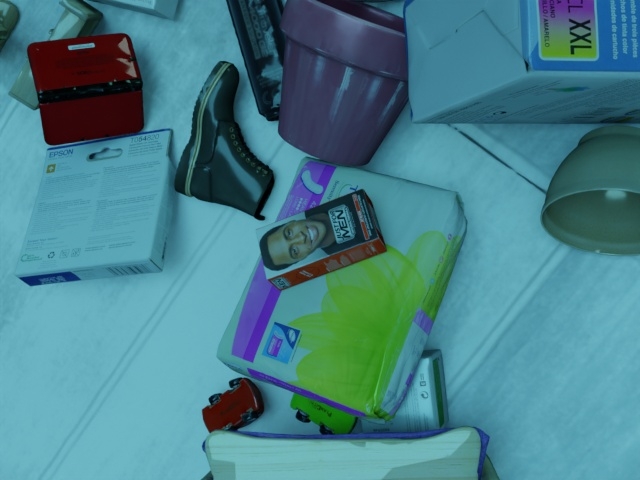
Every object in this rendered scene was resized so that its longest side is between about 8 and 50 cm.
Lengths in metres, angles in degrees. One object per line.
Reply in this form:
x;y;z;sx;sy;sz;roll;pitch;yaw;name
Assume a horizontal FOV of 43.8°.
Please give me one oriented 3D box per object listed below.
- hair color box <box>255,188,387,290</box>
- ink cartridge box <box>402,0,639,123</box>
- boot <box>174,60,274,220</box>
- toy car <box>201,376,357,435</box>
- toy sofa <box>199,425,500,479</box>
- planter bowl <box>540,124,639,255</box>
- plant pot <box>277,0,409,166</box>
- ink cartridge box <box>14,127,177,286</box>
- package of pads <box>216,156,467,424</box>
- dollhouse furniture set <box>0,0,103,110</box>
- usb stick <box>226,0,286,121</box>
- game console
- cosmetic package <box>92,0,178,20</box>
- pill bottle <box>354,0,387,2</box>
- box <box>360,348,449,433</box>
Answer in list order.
0.000;0.000;0.943;0.141;0.043;0.072;-22;62;11;hair color box
0.317;-0.209;0.821;0.395;0.270;0.151;-1;90;-16;ink cartridge box
-0.110;-0.137;1.111;0.137;0.077;0.198;22;110;11;boot
-0.036;0.195;1.071;0.225;0.053;0.239;26;98;32;toy car
0.036;0.309;0.987;0.362;0.150;0.177;-3;86;6;toy sofa
0.346;-0.065;0.931;0.162;0.162;0.109;6;66;17;planter bowl
0.032;-0.202;1.009;0.201;0.201;0.180;26;113;15;plant pot
-0.319;-0.048;1.164;0.223;0.045;0.224;-6;60;17;ink cartridge box
0.036;0.055;0.989;0.229;0.101;0.297;16;75;24;package of pads
-0.468;-0.327;1.149;0.242;0.212;0.161;32;102;-12;dollhouse furniture set
-0.084;-0.305;1.110;0.077;0.045;0.278;-17;85;9;usb stick
-0.332;-0.216;1.133;0.144;0.085;0.124;-13;79;-22;game console
-0.314;-0.398;1.165;0.239;0.060;0.099;17;97;21;cosmetic package
0.063;-0.518;0.970;0.224;0.224;0.392;-19;85;16;pill bottle
0.107;0.197;1.030;0.102;0.087;0.101;-7;88;16;box
